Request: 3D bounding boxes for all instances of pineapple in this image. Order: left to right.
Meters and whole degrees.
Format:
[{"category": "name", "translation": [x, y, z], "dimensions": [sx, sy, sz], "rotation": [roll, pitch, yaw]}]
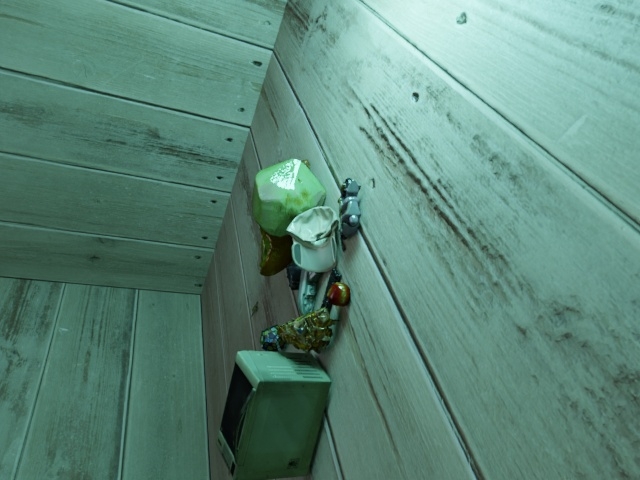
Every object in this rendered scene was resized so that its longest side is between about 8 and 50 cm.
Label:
[{"category": "pineapple", "translation": [-0.058, 0.352, 1.708], "dimensions": [0.334, 0.158, 0.161], "rotation": [-27, 79, 52]}]

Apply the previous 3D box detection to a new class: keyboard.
[{"category": "keyboard", "translation": [0.028, 0.215, 1.751], "dimensions": [0.072, 0.023, 0.231], "rotation": [-125, 48, -62]}]

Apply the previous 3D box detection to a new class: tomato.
[{"category": "tomato", "translation": [0.063, 0.187, 1.614], "dimensions": [0.087, 0.075, 0.087], "rotation": [-168, 90, -69]}]

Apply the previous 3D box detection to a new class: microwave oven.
[{"category": "microwave oven", "translation": [-0.180, 0.624, 1.698], "dimensions": [0.247, 0.333, 0.394], "rotation": [34, 112, 61]}]

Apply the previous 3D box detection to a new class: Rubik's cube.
[{"category": "Rubik's cube", "translation": [-0.213, 0.450, 2.117], "dimensions": [0.112, 0.133, 0.133], "rotation": [-49, 29, 5]}]

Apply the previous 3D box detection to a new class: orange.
[{"category": "orange", "translation": [-0.208, 0.003, 2.147], "dimensions": [0.262, 0.196, 0.334], "rotation": [114, 151, -42]}]

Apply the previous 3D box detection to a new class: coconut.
[{"category": "coconut", "translation": [-0.137, -0.187, 1.924], "dimensions": [0.281, 0.328, 0.328], "rotation": [59, 135, 51]}]

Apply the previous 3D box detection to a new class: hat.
[{"category": "hat", "translation": [0.000, 0.000, 1.801], "dimensions": [0.164, 0.219, 0.226], "rotation": [-54, -48, -56]}]

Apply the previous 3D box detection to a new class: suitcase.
[{"category": "suitcase", "translation": [-0.097, 0.156, 1.984], "dimensions": [0.126, 0.086, 0.059], "rotation": [-110, 21, -48]}]

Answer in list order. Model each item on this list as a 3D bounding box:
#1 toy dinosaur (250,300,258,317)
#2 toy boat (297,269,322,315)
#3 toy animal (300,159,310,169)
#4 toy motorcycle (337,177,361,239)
[{"category": "toy dinosaur", "translation": [-0.371, 0.395, 2.609], "dimensions": [0.041, 0.026, 0.113], "rotation": [-145, 75, -72]}, {"category": "toy boat", "translation": [-0.042, 0.183, 1.863], "dimensions": [0.085, 0.078, 0.260], "rotation": [5, 85, 43]}, {"category": "toy animal", "translation": [-0.095, -0.325, 2.180], "dimensions": [0.241, 0.057, 0.099], "rotation": [154, 122, -63]}, {"category": "toy motorcycle", "translation": [0.101, -0.103, 1.623], "dimensions": [0.152, 0.073, 0.225], "rotation": [-133, 46, -71]}]
